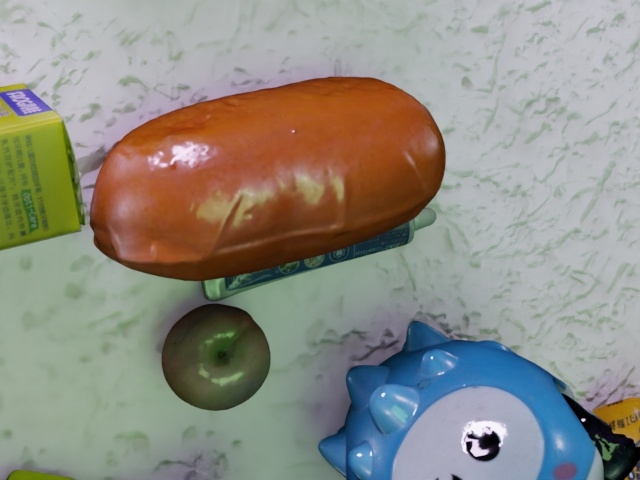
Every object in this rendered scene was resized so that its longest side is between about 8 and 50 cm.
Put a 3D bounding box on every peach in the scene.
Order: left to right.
[{"bbox_3d":[-0.079,0.087,0.895,0.083,0.083,0.083,-9,113,-23],"label":"peach"}]

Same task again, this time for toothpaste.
[{"bbox_3d":[-0.313,-0.018,0.718,0.327,0.110,0.077,-15,113,-21],"label":"toothpaste"},{"bbox_3d":[0.000,0.000,0.925,0.197,0.035,0.057,-12,104,-19],"label":"toothpaste"}]

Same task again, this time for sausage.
[{"bbox_3d":[-0.032,-0.044,0.839,0.258,0.133,0.133,-13,114,-21],"label":"sausage"}]

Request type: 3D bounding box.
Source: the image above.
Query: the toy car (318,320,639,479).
[{"bbox_3d":[0.101,0.162,0.922,0.190,0.255,0.188,37,90,-16],"label":"toy car"}]

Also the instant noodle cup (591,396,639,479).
[{"bbox_3d":[0.342,0.254,1.102,0.172,0.216,0.216,8,106,-38],"label":"instant noodle cup"}]

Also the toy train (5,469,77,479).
[{"bbox_3d":[-0.183,0.371,0.904,0.272,0.179,0.442,15,102,-22],"label":"toy train"}]
